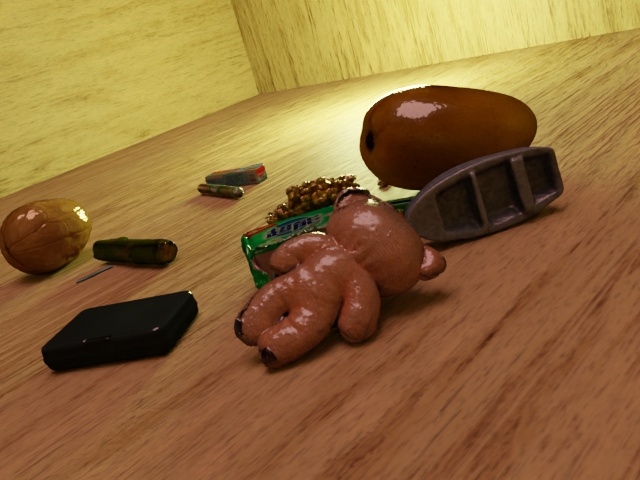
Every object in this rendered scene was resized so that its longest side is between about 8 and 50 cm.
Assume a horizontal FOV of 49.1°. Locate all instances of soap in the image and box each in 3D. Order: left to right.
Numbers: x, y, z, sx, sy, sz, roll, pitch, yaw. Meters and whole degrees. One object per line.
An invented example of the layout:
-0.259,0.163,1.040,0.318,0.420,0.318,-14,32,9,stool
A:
0.001,0.002,1.250,0.274,0.098,0.218,-17,12,-7,soap

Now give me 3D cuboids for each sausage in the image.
-0.288,-0.143,2.003,0.033,0.032,0.269,-27,21,-30,sausage

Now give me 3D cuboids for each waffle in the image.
-0.012,-0.074,1.401,0.197,0.070,0.193,-8,-14,-42,waffle

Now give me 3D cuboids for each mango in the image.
0.271,-0.223,1.487,0.378,0.221,0.264,-7,16,2,mango

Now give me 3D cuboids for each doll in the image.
0.018,0.071,1.029,0.303,0.156,0.201,-40,66,-12,doll

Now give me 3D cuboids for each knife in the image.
-0.520,0.077,1.610,0.091,0.005,0.014,-27,20,-27,knife

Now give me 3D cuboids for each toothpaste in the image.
-0.247,-0.192,2.092,0.193,0.044,0.070,-4,21,32,toothpaste

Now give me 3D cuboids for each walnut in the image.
-0.684,-0.016,1.746,0.193,0.193,0.226,2,26,43,walnut

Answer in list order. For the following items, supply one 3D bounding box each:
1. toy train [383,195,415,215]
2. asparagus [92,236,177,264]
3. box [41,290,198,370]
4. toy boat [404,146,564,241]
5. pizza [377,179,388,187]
0.218,-0.065,1.337,0.209,0.044,0.042,-9,20,22,toy train
-0.430,0.025,1.610,0.278,0.060,0.067,3,46,44,asparagus
-0.333,0.149,1.178,0.230,0.050,0.160,-11,19,16,box
0.269,-0.075,1.195,0.283,0.127,0.078,-20,18,-4,toy boat
0.151,-0.143,1.661,0.037,0.016,0.083,-16,19,21,pizza
